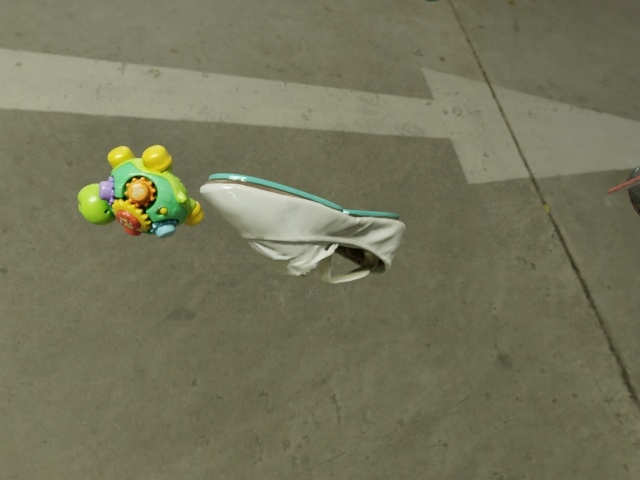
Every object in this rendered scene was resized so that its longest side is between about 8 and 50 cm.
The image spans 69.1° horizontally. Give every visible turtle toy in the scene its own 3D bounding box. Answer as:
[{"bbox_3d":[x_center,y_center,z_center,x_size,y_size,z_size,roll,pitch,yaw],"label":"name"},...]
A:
[{"bbox_3d":[-0.188,-0.041,0.471,0.130,0.095,0.066,5,48,27],"label":"turtle toy"}]

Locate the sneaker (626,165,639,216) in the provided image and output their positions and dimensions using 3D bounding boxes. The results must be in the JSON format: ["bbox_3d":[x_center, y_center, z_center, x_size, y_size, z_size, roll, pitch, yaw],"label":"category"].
[{"bbox_3d":[0.577,-0.059,0.723,0.162,0.106,0.281,39,28,-41],"label":"sneaker"}]

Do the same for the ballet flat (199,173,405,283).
[{"bbox_3d":[0.000,0.000,0.694,0.400,0.139,0.139,9,48,-49],"label":"ballet flat"}]

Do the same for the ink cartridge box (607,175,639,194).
[{"bbox_3d":[0.314,-0.112,0.208,0.261,0.296,0.066,-16,83,9],"label":"ink cartridge box"}]
